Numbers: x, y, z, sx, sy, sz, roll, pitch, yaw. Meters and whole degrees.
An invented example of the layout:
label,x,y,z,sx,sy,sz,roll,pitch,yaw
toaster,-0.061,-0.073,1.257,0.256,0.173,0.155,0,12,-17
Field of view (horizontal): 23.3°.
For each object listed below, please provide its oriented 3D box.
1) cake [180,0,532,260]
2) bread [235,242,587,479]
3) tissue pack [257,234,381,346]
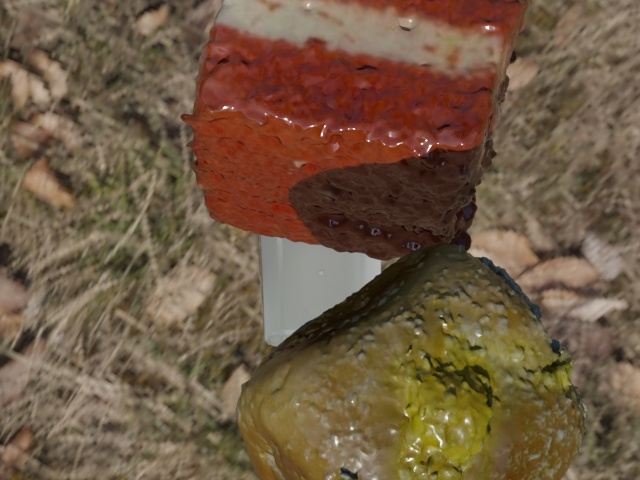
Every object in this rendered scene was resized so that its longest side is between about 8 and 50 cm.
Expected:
label,x,y,z,sx,sy,sz,roll,pitch,yaw
cake,0.046,-0.174,1.431,0.270,0.269,0.319,13,69,4
bread,0.082,0.121,1.119,0.246,0.176,0.195,-36,107,-24
tissue pack,-0.001,0.000,1.983,0.159,0.246,0.136,-2,37,-3
